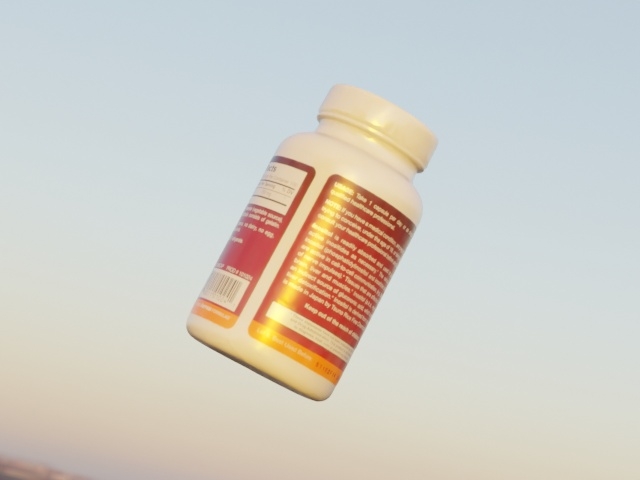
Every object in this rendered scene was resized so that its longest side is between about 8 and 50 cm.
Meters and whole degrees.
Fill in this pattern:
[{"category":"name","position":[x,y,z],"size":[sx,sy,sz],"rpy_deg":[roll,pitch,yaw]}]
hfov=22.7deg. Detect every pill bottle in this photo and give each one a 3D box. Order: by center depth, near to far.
[{"category":"pill bottle","position":[0.000,0.000,0.832],"size":[0.086,0.152,0.086],"rpy_deg":[28,-7,4]}]
